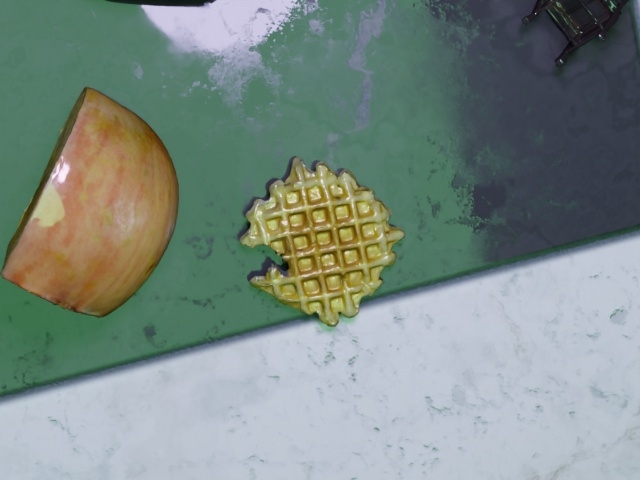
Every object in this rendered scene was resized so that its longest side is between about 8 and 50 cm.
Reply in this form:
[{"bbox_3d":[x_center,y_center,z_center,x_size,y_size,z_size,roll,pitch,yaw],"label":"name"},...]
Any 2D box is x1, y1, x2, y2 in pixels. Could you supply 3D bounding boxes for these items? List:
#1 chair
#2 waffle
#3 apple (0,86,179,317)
[{"bbox_3d":[0.451,-0.409,1.924,0.106,0.113,0.229,50,50,-11],"label":"chair"},{"bbox_3d":[0.000,0.000,1.909,0.261,0.056,0.250,32,91,-9],"label":"waffle"},{"bbox_3d":[-0.357,-0.059,1.776,0.252,0.314,0.309,32,92,31],"label":"apple"}]
